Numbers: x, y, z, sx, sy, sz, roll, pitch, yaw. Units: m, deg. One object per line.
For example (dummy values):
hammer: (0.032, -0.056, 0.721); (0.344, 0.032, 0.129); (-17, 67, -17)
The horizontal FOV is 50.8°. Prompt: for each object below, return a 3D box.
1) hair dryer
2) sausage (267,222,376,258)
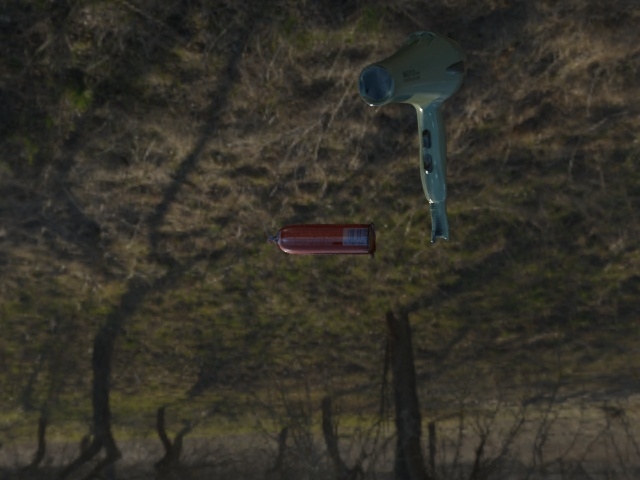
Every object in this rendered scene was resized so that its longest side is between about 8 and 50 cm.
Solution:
hair dryer: (0.112, -0.124, 0.798); (0.093, 0.266, 0.229); (1, -179, 31)
sausage: (0.000, 0.000, 0.901); (0.146, 0.048, 0.050); (-1, 148, 13)
